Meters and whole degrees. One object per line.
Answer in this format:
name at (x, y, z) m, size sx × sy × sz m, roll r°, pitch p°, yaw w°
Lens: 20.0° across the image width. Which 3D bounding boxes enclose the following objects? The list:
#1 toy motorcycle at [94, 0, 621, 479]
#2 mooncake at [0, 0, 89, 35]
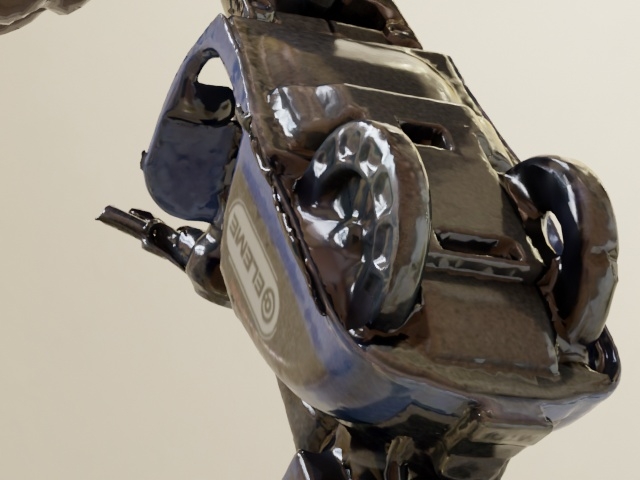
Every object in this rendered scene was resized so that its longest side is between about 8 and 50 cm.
toy motorcycle at (0.000, 0.000, 0.734) m, size 0.125 × 0.212 × 0.358 m, roll 9°, pitch -144°, yaw -24°
mooncake at (-0.163, -0.290, 1.055) m, size 0.350 × 0.212 × 0.381 m, roll -34°, pitch -145°, yaw 22°
